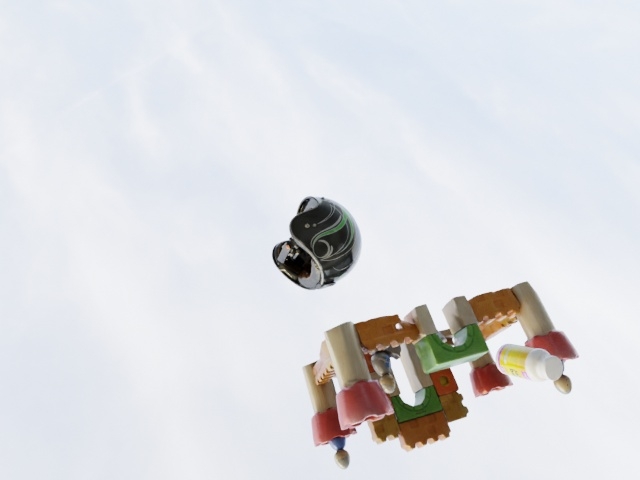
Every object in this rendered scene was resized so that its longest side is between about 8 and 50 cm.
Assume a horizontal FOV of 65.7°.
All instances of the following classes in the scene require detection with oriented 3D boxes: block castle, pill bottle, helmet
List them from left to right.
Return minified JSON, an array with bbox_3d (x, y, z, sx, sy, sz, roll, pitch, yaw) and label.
[{"bbox_3d":[0.000,0.000,0.967,0.169,0.169,0.161,34,-130,19],"label":"helmet"},{"bbox_3d":[0.206,0.259,0.927,0.453,0.303,0.213,-9,-116,-19],"label":"block castle"},{"bbox_3d":[0.278,0.164,0.661,0.043,0.083,0.043,2,-95,-22],"label":"pill bottle"}]

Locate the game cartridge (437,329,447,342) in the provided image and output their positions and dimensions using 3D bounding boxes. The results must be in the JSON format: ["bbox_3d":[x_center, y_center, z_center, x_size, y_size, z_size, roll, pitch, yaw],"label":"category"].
[{"bbox_3d":[0.219,0.200,1.020,0.056,0.017,0.083,-37,-157,1],"label":"game cartridge"}]
